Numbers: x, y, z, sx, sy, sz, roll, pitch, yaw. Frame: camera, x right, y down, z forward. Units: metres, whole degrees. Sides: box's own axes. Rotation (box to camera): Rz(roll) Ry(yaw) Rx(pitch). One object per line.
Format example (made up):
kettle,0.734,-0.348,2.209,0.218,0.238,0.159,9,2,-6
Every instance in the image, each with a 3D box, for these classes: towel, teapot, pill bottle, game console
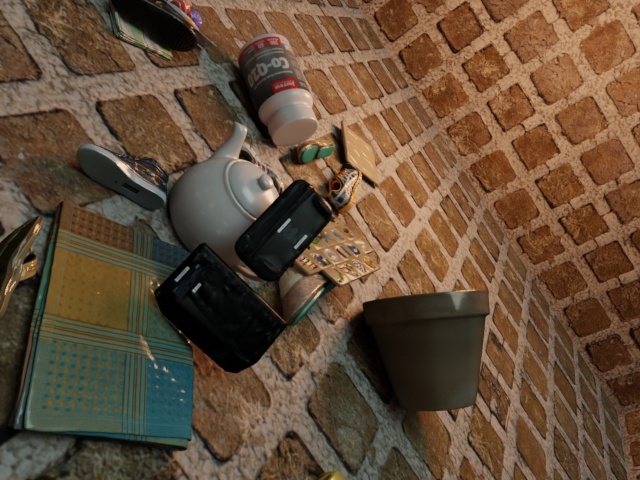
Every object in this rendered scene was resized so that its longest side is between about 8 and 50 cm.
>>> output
towel,-0.315,0.133,0.840,0.272,0.040,0.369,29,39,-42
teapot,-0.167,-0.070,1.088,0.256,0.187,0.252,48,32,-19
pill bottle,-0.117,-0.422,1.498,0.161,0.161,0.283,3,60,-55
game console,-0.104,0.046,0.959,0.213,0.044,0.361,48,68,-17
towel,-0.423,-0.499,1.255,0.152,0.023,0.113,10,56,-53

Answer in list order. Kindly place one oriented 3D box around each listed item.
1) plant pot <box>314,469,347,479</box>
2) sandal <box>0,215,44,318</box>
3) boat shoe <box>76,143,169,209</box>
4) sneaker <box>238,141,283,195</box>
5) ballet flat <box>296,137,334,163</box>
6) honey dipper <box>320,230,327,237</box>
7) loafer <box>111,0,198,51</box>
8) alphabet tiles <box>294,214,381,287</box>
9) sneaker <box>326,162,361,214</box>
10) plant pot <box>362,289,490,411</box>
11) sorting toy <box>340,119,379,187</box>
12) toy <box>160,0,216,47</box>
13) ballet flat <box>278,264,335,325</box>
plant pot,0.024,0.513,0.812,0.253,0.276,0.276,54,28,15
sandal,-0.423,0.044,0.733,0.049,0.072,0.180,50,29,-45
boat shoe,-0.363,-0.134,0.986,0.183,0.065,0.083,40,33,-41
sneaker,-0.163,-0.166,1.303,0.170,0.063,0.074,48,31,-8
ballet flat,-0.032,-0.277,1.608,0.067,0.073,0.206,36,24,15
honey dipper,-0.043,-0.062,1.354,0.160,0.030,0.030,45,26,18
loafer,-0.382,-0.535,1.253,0.220,0.080,0.078,30,39,-42
alphabet tiles,0.000,0.000,1.334,0.285,0.011,0.343,41,26,19
sneaker,0.069,-0.177,1.635,0.083,0.084,0.214,37,37,-24
plant pot,0.281,0.281,1.361,0.323,0.323,0.280,10,72,-52
sorting toy,0.135,-0.305,1.896,0.208,0.038,0.192,36,37,-41
toy,-0.360,-0.582,1.326,0.237,0.056,0.137,33,1,-31
ballet flat,-0.035,0.102,1.237,0.106,0.107,0.316,40,24,8
